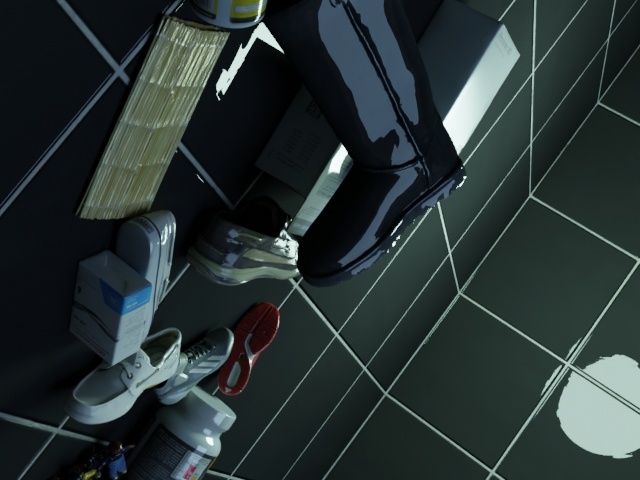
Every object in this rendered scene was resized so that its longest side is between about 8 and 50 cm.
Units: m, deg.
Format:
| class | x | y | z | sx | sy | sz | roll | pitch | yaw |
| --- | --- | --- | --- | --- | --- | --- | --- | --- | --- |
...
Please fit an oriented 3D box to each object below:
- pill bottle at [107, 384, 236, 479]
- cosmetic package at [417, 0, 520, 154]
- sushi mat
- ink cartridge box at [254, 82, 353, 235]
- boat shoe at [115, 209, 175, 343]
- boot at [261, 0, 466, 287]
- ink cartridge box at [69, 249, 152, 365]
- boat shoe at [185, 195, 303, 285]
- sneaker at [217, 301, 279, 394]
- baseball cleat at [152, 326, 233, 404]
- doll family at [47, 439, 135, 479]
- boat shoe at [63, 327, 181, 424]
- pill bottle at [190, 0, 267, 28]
| class | x | y | z | sx | sy | sz | roll | pitch | yaw |
| --- | --- | --- | --- | --- | --- | --- | --- | --- | --- |
| pill bottle | -0.306 | 0.442 | 1.817 | 0.278 | 0.162 | 0.162 | -54 | 159 | -3 |
| cosmetic package | 0.262 | -0.310 | 1.943 | 0.385 | 0.156 | 0.217 | -58 | 157 | 8 |
| sushi mat | -0.241 | -0.169 | 1.265 | 0.316 | 0.019 | 0.151 | -62 | 159 | 16 |
| ink cartridge box | 0.016 | -0.144 | 1.694 | 0.272 | 0.130 | 0.309 | -58 | 158 | 6 |
| boat shoe | -0.287 | 0.065 | 1.415 | 0.088 | 0.096 | 0.267 | -33 | 144 | -49 |
| boot | 0.028 | -0.190 | 1.420 | 0.367 | 0.146 | 0.445 | -42 | 130 | -17 |
| ink cartridge box | -0.331 | 0.119 | 1.372 | 0.060 | 0.104 | 0.180 | -30 | 147 | -48 |
| boat shoe | -0.099 | -0.007 | 1.649 | 0.355 | 0.132 | 0.130 | -16 | 136 | -61 |
| sneaker | -0.173 | 0.242 | 1.965 | 0.221 | 0.087 | 0.128 | -58 | -174 | -18 |
| baseball cleat | -0.252 | 0.238 | 1.761 | 0.206 | 0.072 | 0.109 | -49 | 152 | -26 |
| doll family | -0.438 | 0.442 | 1.666 | 0.193 | 0.076 | 0.111 | -45 | 152 | -38 |
| boat shoe | -0.337 | 0.221 | 1.529 | 0.277 | 0.098 | 0.096 | -36 | 152 | -60 |
| pill bottle | -0.110 | -0.375 | 1.129 | 0.103 | 0.103 | 0.184 | -36 | 152 | -41 |
